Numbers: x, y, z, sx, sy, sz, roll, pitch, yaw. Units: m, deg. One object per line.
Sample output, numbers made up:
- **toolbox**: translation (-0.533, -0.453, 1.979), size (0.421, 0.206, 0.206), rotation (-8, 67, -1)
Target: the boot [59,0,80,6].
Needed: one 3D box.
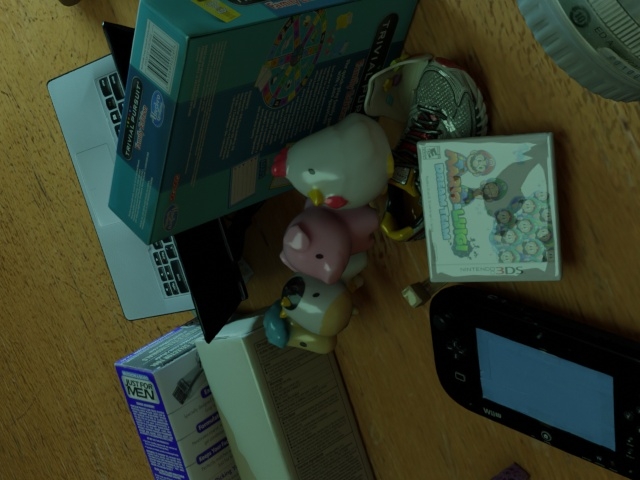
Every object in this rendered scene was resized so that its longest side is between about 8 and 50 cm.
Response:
- **boot**: translation (-0.406, -0.507, 1.560), size (0.211, 0.104, 0.295), rotation (47, 140, 21)

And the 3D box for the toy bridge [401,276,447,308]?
- **toy bridge**: translation (0.168, 0.010, 1.201), size (0.188, 0.063, 0.026), rotation (-44, 74, 26)

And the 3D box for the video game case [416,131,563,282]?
- **video game case**: translation (0.179, -0.033, 1.137), size (0.143, 0.019, 0.157), rotation (-2, 104, 21)

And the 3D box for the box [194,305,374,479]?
- **box**: translation (-0.043, 0.253, 1.492), size (0.121, 0.148, 0.311), rotation (-11, 98, 50)

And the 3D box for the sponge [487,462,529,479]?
- **sponge**: translation (0.176, 0.366, 1.326), size (0.031, 0.117, 0.210), rotation (44, 134, 28)

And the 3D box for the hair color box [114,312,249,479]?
- **hair color box**: translation (-0.154, 0.293, 1.579), size (0.110, 0.185, 0.338), rotation (4, 115, 46)

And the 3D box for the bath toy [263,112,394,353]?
- **bath toy**: translation (0.000, 0.000, 1.251), size (0.348, 0.129, 0.151), rotation (99, 161, -53)

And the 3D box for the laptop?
- **laptop**: translation (-0.264, -0.061, 1.415), size (0.408, 0.236, 0.382), rotation (-12, 98, 40)

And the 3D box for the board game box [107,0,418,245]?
- **board game box**: translation (-0.058, -0.160, 1.164), size (0.079, 0.336, 0.253), rotation (41, 133, 26)

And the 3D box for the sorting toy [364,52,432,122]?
- **sorting toy**: translation (0.080, -0.172, 1.211), size (0.045, 0.075, 0.083), rotation (36, 130, 31)

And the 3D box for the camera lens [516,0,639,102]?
- **camera lens**: translation (0.305, -0.251, 0.818), size (0.274, 0.219, 0.219), rotation (-31, 84, 49)

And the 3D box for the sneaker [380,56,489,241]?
- **sneaker**: translation (0.121, -0.092, 1.191), size (0.088, 0.093, 0.225), rotation (30, 127, 35)

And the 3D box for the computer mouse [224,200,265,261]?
- **computer mouse**: translation (-0.178, -0.102, 1.523), size (0.262, 0.060, 0.184), rotation (50, 127, 27)

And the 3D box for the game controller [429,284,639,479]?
- **game controller**: translation (0.253, 0.156, 1.184), size (0.319, 0.067, 0.166), rotation (19, 121, 42)

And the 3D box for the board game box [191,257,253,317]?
- **board game box**: translation (-0.166, 0.056, 1.621), size (0.103, 0.026, 0.154), rotation (53, 138, 16)
